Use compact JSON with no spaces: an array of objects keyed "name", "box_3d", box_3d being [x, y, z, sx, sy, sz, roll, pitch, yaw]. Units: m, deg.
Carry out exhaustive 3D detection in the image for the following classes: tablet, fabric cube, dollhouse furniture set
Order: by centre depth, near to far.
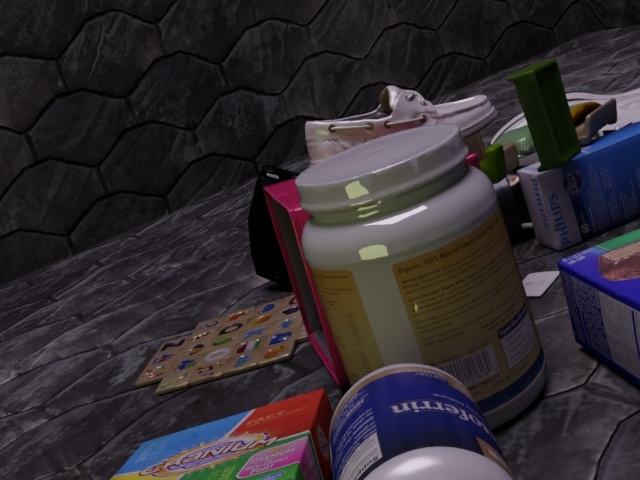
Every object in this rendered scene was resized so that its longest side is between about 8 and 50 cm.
[{"name":"fabric cube","box_3d":[0.090,0.020,1.299,0.258,0.254,0.259,-17,13,-7]},{"name":"tablet","box_3d":[0.313,0.065,1.352,0.054,0.006,0.083,-8,18,39]},{"name":"dollhouse furniture set","box_3d":[0.339,-0.209,1.512,0.197,0.151,0.301,-13,11,39]}]

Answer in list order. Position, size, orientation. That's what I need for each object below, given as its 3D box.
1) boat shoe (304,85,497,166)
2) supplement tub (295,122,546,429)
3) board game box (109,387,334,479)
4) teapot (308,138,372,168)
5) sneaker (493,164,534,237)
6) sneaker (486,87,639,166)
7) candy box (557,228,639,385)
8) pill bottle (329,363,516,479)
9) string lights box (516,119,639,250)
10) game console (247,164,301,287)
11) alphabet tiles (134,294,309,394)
[{"name":"boat shoe","box_3d":[0.112,-0.168,1.274,0.277,0.096,0.098,-18,13,-12]},{"name":"supplement tub","box_3d":[0.111,0.046,1.057,0.228,0.316,0.228,-18,15,5]},{"name":"board game box","box_3d":[-0.111,0.256,0.968,0.242,0.064,0.316,-18,3,6]},{"name":"teapot","box_3d":[0.088,-0.080,1.858,0.255,0.187,0.253,6,35,-3]},{"name":"sneaker","box_3d":[0.294,-0.058,1.590,0.321,0.126,0.127,-23,9,-19]},{"name":"sneaker","box_3d":[0.527,-0.186,1.670,0.447,0.169,0.257,-15,13,7]},{"name":"candy box","box_3d":[0.443,0.060,0.969,0.268,0.122,0.317,-21,16,-7]},{"name":"pill bottle","box_3d":[0.089,0.220,0.778,0.153,0.153,0.265,-19,15,2]},{"name":"string lights box","box_3d":[0.462,-0.096,1.490,0.259,0.133,0.077,-22,14,-10]},{"name":"game console","box_3d":[0.000,0.000,1.677,0.361,0.213,0.044,20,23,40]},{"name":"alphabet tiles","box_3d":[-0.134,0.166,1.557,0.342,0.011,0.285,-17,14,11]}]
